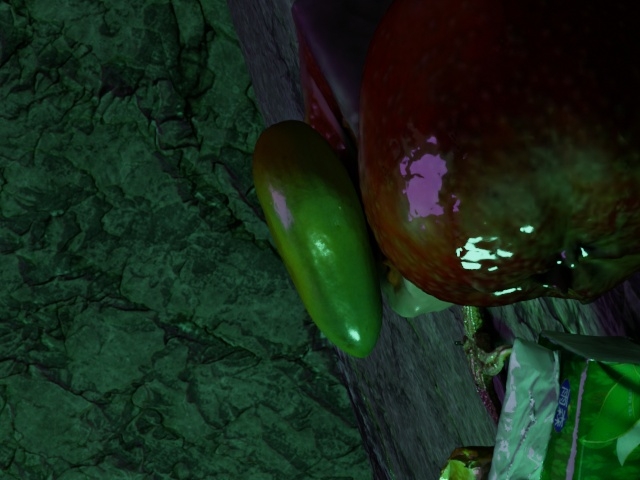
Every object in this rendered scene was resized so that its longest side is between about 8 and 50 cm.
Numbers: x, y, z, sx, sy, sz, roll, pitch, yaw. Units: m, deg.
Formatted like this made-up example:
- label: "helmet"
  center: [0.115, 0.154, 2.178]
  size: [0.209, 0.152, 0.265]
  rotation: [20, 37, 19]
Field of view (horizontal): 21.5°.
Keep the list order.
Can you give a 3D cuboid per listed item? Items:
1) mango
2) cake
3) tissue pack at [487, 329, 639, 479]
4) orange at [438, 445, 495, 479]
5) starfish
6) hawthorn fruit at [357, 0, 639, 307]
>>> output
- label: "mango"
  center: [-0.002, -0.004, 1.650]
  size: [0.137, 0.091, 0.237]
  rotation: [-122, 15, -67]
- label: "cake"
  center: [0.123, -0.108, 1.668]
  size: [0.237, 0.230, 0.309]
  rotation: [81, 167, -52]
- label: "tissue pack"
  center: [0.239, 0.200, 1.615]
  size: [0.148, 0.156, 0.209]
  rotation: [-149, 65, -74]
- label: "orange"
  center: [0.235, 0.350, 2.121]
  size: [0.237, 0.158, 0.179]
  rotation: [-145, 44, -81]
- label: "starfish"
  center: [0.215, 0.150, 2.207]
  size: [0.247, 0.050, 0.138]
  rotation: [78, 168, -50]
- label: "hawthorn fruit"
  center: [0.151, -0.129, 1.301]
  size: [0.285, 0.285, 0.369]
  rotation: [120, 135, -78]
